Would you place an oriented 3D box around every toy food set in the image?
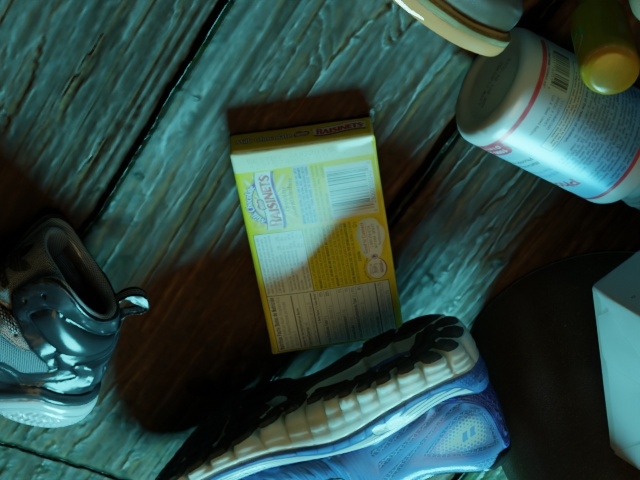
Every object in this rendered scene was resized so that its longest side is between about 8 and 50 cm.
[{"bbox_3d":[0.177,-0.220,1.252,0.111,0.104,0.232,-20,124,12],"label":"toy food set"}]

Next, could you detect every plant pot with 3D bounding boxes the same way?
[{"bbox_3d":[0.230,0.163,1.503,0.215,0.230,0.215,-3,131,-3],"label":"plant pot"}]

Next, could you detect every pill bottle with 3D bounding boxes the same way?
[{"bbox_3d":[0.181,-0.079,1.378,0.160,0.087,0.087,25,125,-24],"label":"pill bottle"}]

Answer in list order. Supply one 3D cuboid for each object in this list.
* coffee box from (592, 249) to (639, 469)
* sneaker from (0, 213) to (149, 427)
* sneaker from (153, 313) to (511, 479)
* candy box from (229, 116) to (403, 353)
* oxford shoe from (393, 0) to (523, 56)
[{"bbox_3d":[0.339,0.036,1.377,0.297,0.119,0.168,-34,135,-23],"label":"coffee box"},{"bbox_3d":[-0.259,0.040,1.441,0.269,0.101,0.153,19,127,-28],"label":"sneaker"},{"bbox_3d":[0.000,0.183,1.524,0.330,0.130,0.147,-24,105,31],"label":"sneaker"},{"bbox_3d":[0.000,0.000,1.472,0.105,0.027,0.206,-6,132,4],"label":"candy box"},{"bbox_3d":[0.044,-0.253,1.189,0.133,0.130,0.363,-34,129,11],"label":"oxford shoe"}]
